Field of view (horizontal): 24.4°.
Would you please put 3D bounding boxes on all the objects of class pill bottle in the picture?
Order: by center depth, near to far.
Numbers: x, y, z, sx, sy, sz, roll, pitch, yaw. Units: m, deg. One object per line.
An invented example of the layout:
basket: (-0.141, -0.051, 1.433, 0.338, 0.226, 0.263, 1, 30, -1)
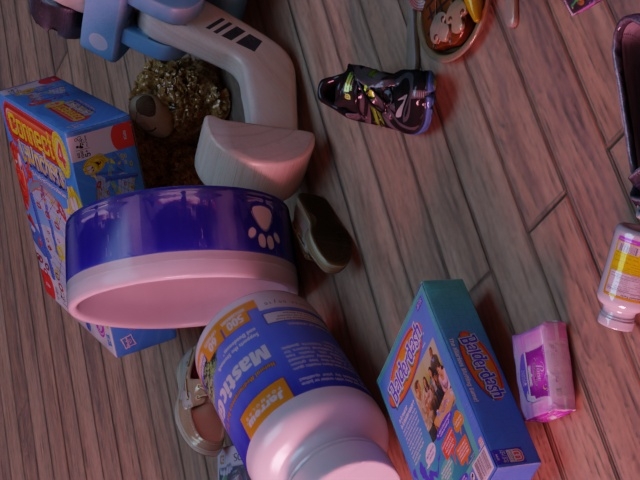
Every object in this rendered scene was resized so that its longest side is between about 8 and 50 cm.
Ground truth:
pill bottle: (0.252, 0.030, 1.205, 0.043, 0.043, 0.083, 36, 116, 57)
pill bottle: (-0.021, 0.185, 1.543, 0.272, 0.152, 0.152, 55, 131, 50)

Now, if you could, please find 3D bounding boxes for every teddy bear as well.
teddy bear: (-0.236, -0.093, 2.012, 0.338, 0.113, 0.245, -52, 45, 43)

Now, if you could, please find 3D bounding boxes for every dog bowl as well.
dog bowl: (-0.160, 0.024, 1.696, 0.265, 0.265, 0.104, -28, 64, 56)

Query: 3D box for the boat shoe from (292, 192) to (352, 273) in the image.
boat shoe: (0.000, 0.000, 1.649, 0.135, 0.050, 0.045, -110, 34, -53)

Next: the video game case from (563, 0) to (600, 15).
video game case: (0.238, -0.315, 1.096, 0.232, 0.042, 0.210, -30, 91, 22)

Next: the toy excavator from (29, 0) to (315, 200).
toy excavator: (-0.154, -0.286, 1.809, 0.433, 0.445, 0.222, -60, -8, -40)

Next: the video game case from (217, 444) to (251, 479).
video game case: (-0.076, 0.332, 1.741, 0.173, 0.022, 0.190, -23, 65, 57)

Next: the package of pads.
package of pads: (0.196, 0.115, 1.297, 0.050, 0.032, 0.083, -35, 55, 56)

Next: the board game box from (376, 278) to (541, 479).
board game box: (0.123, 0.166, 1.373, 0.160, 0.047, 0.210, 110, 149, -46)

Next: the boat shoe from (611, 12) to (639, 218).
boat shoe: (0.280, -0.037, 1.108, 0.108, 0.102, 0.301, -34, 56, 53)

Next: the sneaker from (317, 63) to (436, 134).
sneaker: (0.058, -0.148, 1.540, 0.188, 0.078, 0.067, 12, 95, 59)

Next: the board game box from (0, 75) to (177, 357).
board game box: (-0.310, -0.039, 1.938, 0.308, 0.086, 0.302, 28, 133, 59)

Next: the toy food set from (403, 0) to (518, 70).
toy food set: (0.125, -0.245, 1.481, 0.192, 0.038, 0.132, -21, 67, 57)

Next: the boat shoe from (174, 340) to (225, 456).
boat shoe: (-0.145, 0.191, 1.839, 0.059, 0.063, 0.170, -59, 31, 33)
